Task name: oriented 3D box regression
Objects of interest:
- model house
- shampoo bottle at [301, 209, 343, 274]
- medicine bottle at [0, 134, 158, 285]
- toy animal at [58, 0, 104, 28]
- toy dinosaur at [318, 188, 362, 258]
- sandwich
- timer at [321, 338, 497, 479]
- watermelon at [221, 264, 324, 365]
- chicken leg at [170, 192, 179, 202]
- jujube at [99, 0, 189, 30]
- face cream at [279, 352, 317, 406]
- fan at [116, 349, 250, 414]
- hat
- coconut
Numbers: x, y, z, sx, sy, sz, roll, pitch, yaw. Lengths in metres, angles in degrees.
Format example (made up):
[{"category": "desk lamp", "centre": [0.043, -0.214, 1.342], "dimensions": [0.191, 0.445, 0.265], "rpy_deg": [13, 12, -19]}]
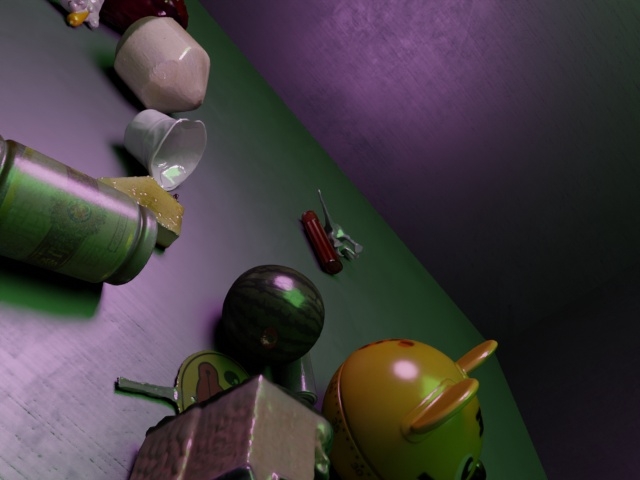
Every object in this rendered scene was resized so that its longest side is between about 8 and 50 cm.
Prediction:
[{"category": "model house", "centre": [-0.102, 0.335, 0.534], "dimensions": [0.202, 0.237, 0.237], "rpy_deg": [51, 21, -26]}, {"category": "shampoo bottle", "centre": [0.000, 0.000, 1.668], "dimensions": [0.102, 0.064, 0.260], "rpy_deg": [43, 17, -55]}, {"category": "medicine bottle", "centre": [-0.406, -0.046, 0.639], "dimensions": [0.322, 0.151, 0.151], "rpy_deg": [31, 27, -47]}, {"category": "toy animal", "centre": [-0.701, -0.665, 1.251], "dimensions": [0.127, 0.131, 0.182], "rpy_deg": [22, 5, 13]}, {"category": "toy dinosaur", "centre": [0.060, -0.026, 1.743], "dimensions": [0.393, 0.092, 0.205], "rpy_deg": [52, -2, -31]}, {"category": "sandwich", "centre": [-0.378, -0.088, 0.949], "dimensions": [0.193, 0.058, 0.162], "rpy_deg": [38, 20, -31]}, {"category": "timer", "centre": [0.198, 0.357, 0.938], "dimensions": [0.376, 0.387, 0.376], "rpy_deg": [37, 27, -23]}, {"category": "watermelon", "centre": [-0.095, 0.153, 0.932], "dimensions": [0.212, 0.212, 0.212], "rpy_deg": [45, 19, -20]}, {"category": "chicken leg", "centre": [-0.355, -0.097, 1.073], "dimensions": [0.036, 0.021, 0.083], "rpy_deg": [39, 15, 11]}, {"category": "jujube", "centre": [-0.593, -0.790, 1.456], "dimensions": [0.258, 0.258, 0.377], "rpy_deg": [57, 12, 15]}, {"category": "face cream", "centre": [-0.064, 0.246, 1.035], "dimensions": [0.073, 0.073, 0.283], "rpy_deg": [39, 22, -34]}, {"category": "fan", "centre": [-0.192, 0.277, 0.767], "dimensions": [0.335, 0.011, 0.229], "rpy_deg": [34, 25, -43]}, {"category": "hat", "centre": [-0.377, -0.226, 1.068], "dimensions": [0.126, 0.203, 0.203], "rpy_deg": [32, 16, 10]}, {"category": "coconut", "centre": [-0.431, -0.481, 1.284], "dimensions": [0.266, 0.237, 0.237], "rpy_deg": [52, 18, -4]}]
